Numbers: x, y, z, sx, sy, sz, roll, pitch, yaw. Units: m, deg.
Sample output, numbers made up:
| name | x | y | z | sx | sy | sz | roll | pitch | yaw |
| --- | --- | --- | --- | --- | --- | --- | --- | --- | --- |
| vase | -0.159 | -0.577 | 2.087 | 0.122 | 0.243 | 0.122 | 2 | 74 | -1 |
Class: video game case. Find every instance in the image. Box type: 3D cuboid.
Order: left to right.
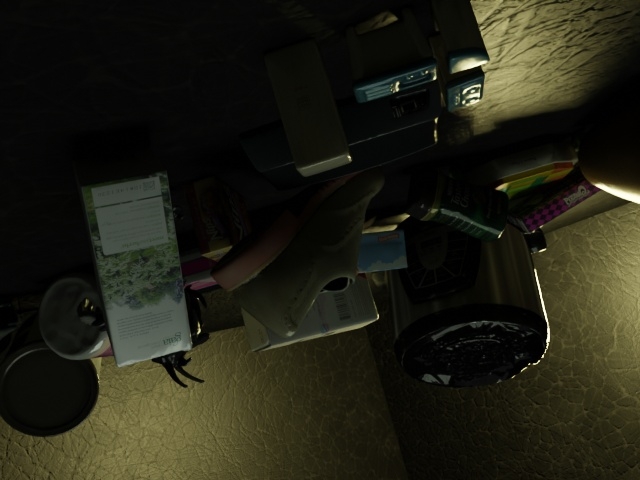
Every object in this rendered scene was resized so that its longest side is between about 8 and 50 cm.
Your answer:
| name | x | y | z | sx | sy | sz | roll | pitch | yaw |
| --- | --- | --- | --- | --- | --- | --- | --- | --- | --- |
| video game case | 0.508 | -0.104 | 1.625 | 0.232 | 0.041 | 0.210 | -32 | -173 | 5 |

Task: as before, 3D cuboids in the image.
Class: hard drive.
| name | x | y | z | sx | sy | sz | roll | pitch | yaw |
| --- | --- | --- | --- | --- | --- | --- | --- | --- | --- |
| hard drive | 0.037 | -0.131 | 1.006 | 0.255 | 0.054 | 0.172 | -17 | 171 | 5 |

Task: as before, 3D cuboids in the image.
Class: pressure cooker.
| name | x | y | z | sx | sy | sz | roll | pitch | yaw |
| --- | --- | --- | --- | --- | --- | --- | --- | --- | --- |
| pressure cooker | 0.338 | 0.106 | 1.873 | 0.370 | 0.420 | 0.375 | 11 | 142 | -16 |

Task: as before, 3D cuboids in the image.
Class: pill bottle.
| name | x | y | z | sx | sy | sz | roll | pitch | yaw |
| --- | --- | --- | --- | --- | --- | --- | --- | --- | --- |
| pill bottle | -0.411 | 0.149 | 1.559 | 0.169 | 0.169 | 0.301 | -19 | 171 | 18 |

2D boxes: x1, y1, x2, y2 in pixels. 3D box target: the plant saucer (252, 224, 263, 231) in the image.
| name | x | y | z | sx | sy | sz | roll | pitch | yaw |
| --- | --- | --- | --- | --- | --- | --- | --- | --- | --- |
| plant saucer | -0.134 | 0.000 | 1.543 | 0.195 | 0.037 | 0.195 | -15 | 170 | -3 |

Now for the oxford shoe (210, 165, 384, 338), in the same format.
| name | x | y | z | sx | sy | sz | roll | pitch | yaw |
| --- | --- | --- | --- | --- | --- | --- | --- | --- | --- |
| oxford shoe | 0.000 | 0.000 | 1.123 | 0.140 | 0.146 | 0.397 | -31 | -171 | 44 |

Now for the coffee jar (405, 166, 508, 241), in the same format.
| name | x | y | z | sx | sy | sz | roll | pitch | yaw |
| --- | --- | --- | --- | --- | --- | --- | --- | --- | --- |
| coffee jar | 0.248 | -0.068 | 1.403 | 0.184 | 0.096 | 0.079 | 17 | 155 | -12 |

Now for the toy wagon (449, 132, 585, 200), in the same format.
| name | x | y | z | sx | sy | sz | roll | pitch | yaw |
| --- | --- | --- | --- | --- | --- | --- | --- | --- | --- |
| toy wagon | 0.394 | -0.126 | 1.573 | 0.267 | 0.068 | 0.344 | -16 | 170 | 2 |

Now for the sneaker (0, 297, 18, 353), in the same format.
| name | x | y | z | sx | sy | sz | roll | pitch | yaw |
| --- | --- | --- | --- | --- | --- | --- | --- | --- | --- |
| sneaker | -0.650 | 0.172 | 1.507 | 0.121 | 0.111 | 0.300 | -18 | 173 | -10 |

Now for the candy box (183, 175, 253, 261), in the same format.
| name | x | y | z | sx | sy | sz | roll | pitch | yaw |
| --- | --- | --- | --- | --- | --- | --- | --- | --- | --- |
| candy box | -0.146 | -0.023 | 1.168 | 0.053 | 0.109 | 0.187 | -16 | 171 | 7 |

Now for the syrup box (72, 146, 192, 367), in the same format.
| name | x | y | z | sx | sy | sz | roll | pitch | yaw |
| --- | --- | --- | --- | --- | --- | --- | --- | --- | --- |
| syrup box | -0.219 | 0.021 | 0.899 | 0.093 | 0.236 | 0.096 | -13 | -152 | -19 |

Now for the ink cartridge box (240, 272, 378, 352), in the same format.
| name | x | y | z | sx | sy | sz | roll | pitch | yaw |
| --- | --- | --- | --- | --- | --- | --- | --- | --- | --- |
| ink cartridge box | -0.039 | 0.131 | 1.889 | 0.306 | 0.226 | 0.131 | -9 | 167 | -27 |

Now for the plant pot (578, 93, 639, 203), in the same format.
| name | x | y | z | sx | sy | sz | roll | pitch | yaw |
| --- | --- | --- | --- | --- | --- | --- | --- | --- | --- |
| plant pot | 0.572 | -0.158 | 1.317 | 0.237 | 0.237 | 0.254 | -12 | -174 | -20 |

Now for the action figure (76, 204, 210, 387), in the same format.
| name | x | y | z | sx | sy | sz | roll | pitch | yaw |
| --- | --- | --- | --- | --- | --- | --- | --- | --- | --- |
| action figure | -0.242 | 0.076 | 1.076 | 0.141 | 0.275 | 0.164 | -15 | 172 | 25 |

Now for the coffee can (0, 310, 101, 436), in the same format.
| name | x | y | z | sx | sy | sz | roll | pitch | yaw |
| --- | --- | --- | --- | --- | --- | --- | --- | --- | --- |
| coffee can | -0.573 | 0.272 | 1.643 | 0.202 | 0.201 | 0.275 | -14 | -167 | -11 |

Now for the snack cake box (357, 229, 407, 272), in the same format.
| name | x | y | z | sx | sy | sz | roll | pitch | yaw |
| --- | --- | --- | --- | --- | --- | --- | --- | --- | --- |
| snack cake box | 0.047 | 0.034 | 1.717 | 0.265 | 0.089 | 0.152 | -6 | 180 | -8 |

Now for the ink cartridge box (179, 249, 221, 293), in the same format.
| name | x | y | z | sx | sy | sz | roll | pitch | yaw |
| --- | --- | --- | --- | --- | --- | --- | --- | --- | --- |
| ink cartridge box | -0.153 | 0.039 | 1.450 | 0.371 | 0.069 | 0.176 | -19 | 170 | 8 |

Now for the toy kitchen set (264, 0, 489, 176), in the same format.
| name | x | y | z | sx | sy | sz | roll | pitch | yaw |
| --- | --- | --- | --- | --- | --- | --- | --- | --- | --- |
| toy kitchen set | 0.071 | -0.142 | 0.793 | 0.207 | 0.122 | 0.166 | -17 | 171 | 7 |

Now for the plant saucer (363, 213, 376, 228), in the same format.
| name | x | y | z | sx | sy | sz | roll | pitch | yaw |
| --- | --- | --- | --- | --- | --- | --- | --- | --- | --- |
| plant saucer | 0.089 | -0.035 | 1.685 | 0.083 | 0.015 | 0.083 | -25 | -172 | 4 |
